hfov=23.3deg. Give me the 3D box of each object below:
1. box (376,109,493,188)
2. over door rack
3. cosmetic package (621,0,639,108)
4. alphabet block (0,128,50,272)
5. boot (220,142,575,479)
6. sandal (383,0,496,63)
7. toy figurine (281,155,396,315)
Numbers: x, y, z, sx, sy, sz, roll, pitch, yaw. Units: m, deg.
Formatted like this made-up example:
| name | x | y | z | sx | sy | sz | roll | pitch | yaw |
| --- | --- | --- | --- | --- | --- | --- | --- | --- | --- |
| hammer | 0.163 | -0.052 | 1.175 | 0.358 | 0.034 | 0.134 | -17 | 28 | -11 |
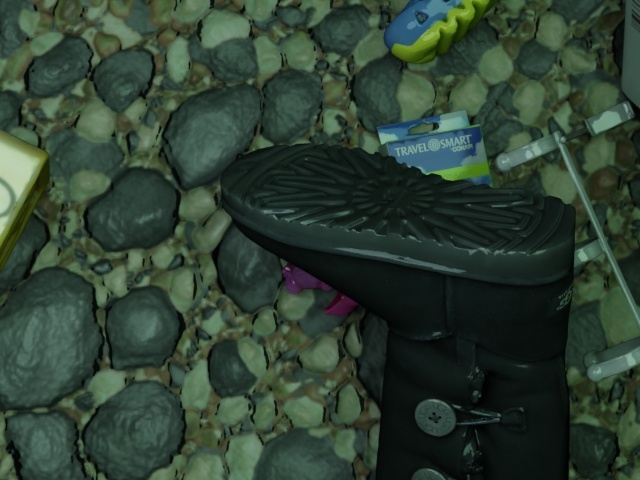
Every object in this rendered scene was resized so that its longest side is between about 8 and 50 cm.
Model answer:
| name | x | y | z | sx | sy | sz | roll | pitch | yaw |
| --- | --- | --- | --- | --- | --- | --- | --- | --- | --- |
| box | 0.130 | -0.046 | 1.661 | 0.109 | 0.042 | 0.178 | -11 | 88 | -11 |
| over door rack | 0.282 | -0.001 | 1.582 | 0.108 | 0.324 | 0.239 | -23 | 90 | 27 |
| cosmetic package | 0.548 | -0.264 | 1.544 | 0.394 | 0.327 | 0.329 | -12 | 121 | -11 |
| alphabet block | -0.389 | -0.035 | 1.496 | 0.197 | 0.193 | 0.192 | 28 | 83 | -6 |
| boot | 0.076 | 0.149 | 1.525 | 0.146 | 0.367 | 0.445 | -40 | 137 | -44 |
| sandal | 0.158 | -0.323 | 1.655 | 0.138 | 0.126 | 0.317 | 38 | 72 | -1 |
| toy figurine | 0.000 | 0.000 | 1.611 | 0.173 | 0.130 | 0.159 | -5 | 96 | 12 |
